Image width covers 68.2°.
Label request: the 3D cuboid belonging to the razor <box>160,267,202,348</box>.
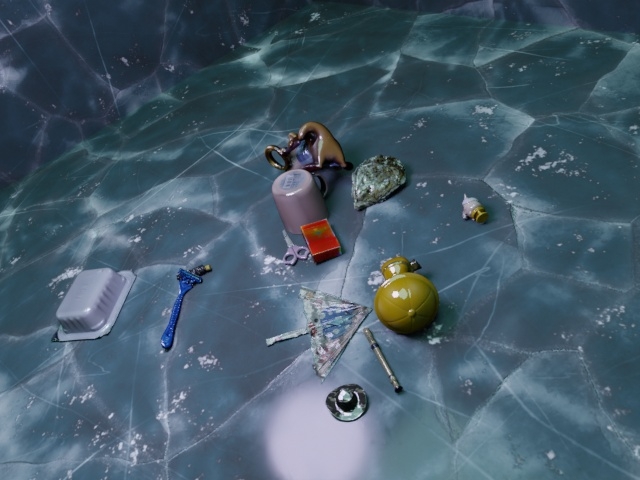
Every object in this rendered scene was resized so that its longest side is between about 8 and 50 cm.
[{"bbox_3d":[-0.528,0.257,1.743,0.056,0.093,0.324,-41,30,43],"label":"razor"}]

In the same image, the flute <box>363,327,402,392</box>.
[{"bbox_3d":[0.178,0.344,1.388,0.027,0.027,0.233,-25,43,-4],"label":"flute"}]

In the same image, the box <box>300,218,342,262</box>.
[{"bbox_3d":[0.000,0.001,1.782,0.112,0.048,0.175,-17,43,-6],"label":"box"}]

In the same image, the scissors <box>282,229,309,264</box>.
[{"bbox_3d":[-0.115,0.017,1.840,0.110,0.021,0.212,-23,43,-6],"label":"scissors"}]

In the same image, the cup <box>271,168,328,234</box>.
[{"bbox_3d":[-0.066,-0.180,1.889,0.192,0.200,0.253,22,57,37],"label":"cup"}]

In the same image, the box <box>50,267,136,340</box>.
[{"bbox_3d":[-0.917,0.228,1.882,0.264,0.106,0.336,-8,44,15],"label":"box"}]

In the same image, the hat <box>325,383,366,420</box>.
[{"bbox_3d":[0.067,0.440,1.316,0.121,0.050,0.121,-13,43,13],"label":"hat"}]

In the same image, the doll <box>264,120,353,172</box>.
[{"bbox_3d":[-0.048,-0.364,2.029,0.340,0.318,0.209,8,71,63],"label":"doll"}]

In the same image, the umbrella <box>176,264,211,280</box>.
[{"bbox_3d":[-0.502,0.125,1.870,0.144,0.037,0.040,-17,29,9],"label":"umbrella"}]

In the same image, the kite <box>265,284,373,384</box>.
[{"bbox_3d":[-0.005,0.278,1.536,0.369,0.014,0.406,-18,42,2],"label":"kite"}]

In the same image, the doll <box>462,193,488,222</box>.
[{"bbox_3d":[0.534,-0.110,1.681,0.084,0.073,0.127,-47,41,20],"label":"doll"}]

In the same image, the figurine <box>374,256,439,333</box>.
[{"bbox_3d":[0.250,0.158,1.449,0.192,0.167,0.256,-29,39,12],"label":"figurine"}]

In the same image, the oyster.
[{"bbox_3d":[0.223,-0.242,1.920,0.268,0.112,0.198,-22,63,-12],"label":"oyster"}]
